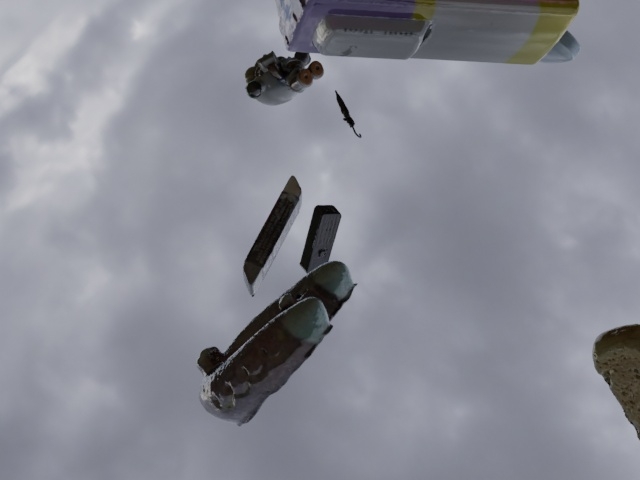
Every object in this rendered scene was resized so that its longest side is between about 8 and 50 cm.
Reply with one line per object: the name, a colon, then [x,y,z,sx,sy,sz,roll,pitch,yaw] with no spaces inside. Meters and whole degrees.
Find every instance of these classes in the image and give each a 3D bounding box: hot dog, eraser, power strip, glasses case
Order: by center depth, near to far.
eraser: [-0.037,-0.005,0.919,0.019,0.027,0.099,23,-116,10]
hot dog: [0.394,0.187,1.358,0.084,0.242,0.073,-15,-156,51]
power strip: [0.000,0.000,1.834,0.029,0.038,0.111,50,-46,48]
glasses case: [0.368,-0.322,1.970,0.045,0.067,0.178,-49,-166,-3]

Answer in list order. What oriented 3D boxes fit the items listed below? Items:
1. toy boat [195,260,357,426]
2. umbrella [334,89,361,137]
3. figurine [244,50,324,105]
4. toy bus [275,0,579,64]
toy boat: [-0.061,0.107,1.309,0.227,0.085,0.155,-48,-173,34]
umbrella: [0.040,-0.202,1.906,0.013,0.022,0.122,-42,-134,19]
figurine: [-0.068,-0.294,2.142,0.147,0.093,0.197,-37,-172,-25]
toy bus: [0.143,-0.395,1.805,0.440,0.209,0.249,2,-107,-12]
